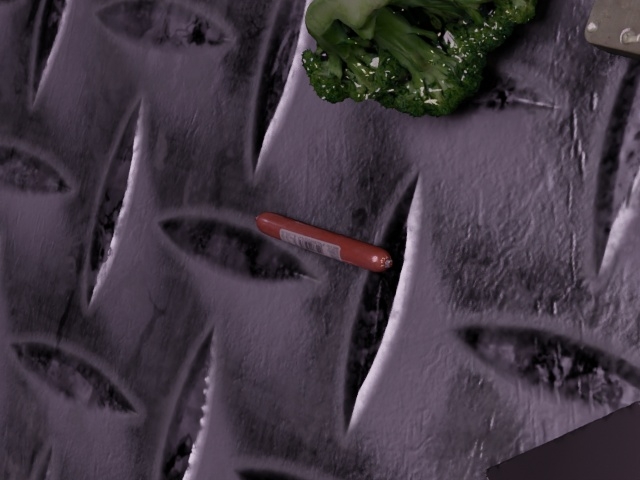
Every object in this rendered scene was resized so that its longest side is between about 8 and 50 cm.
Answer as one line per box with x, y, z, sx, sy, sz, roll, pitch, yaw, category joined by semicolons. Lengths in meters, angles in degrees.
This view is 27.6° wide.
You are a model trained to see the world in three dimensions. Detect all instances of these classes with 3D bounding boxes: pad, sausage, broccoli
0.269;0.248;1.213;0.243;0.004;0.163;-32;63;35;pad
0.000;0.000;1.485;0.223;0.029;0.029;19;95;43;sausage
0.086;-0.271;1.322;0.265;0.245;0.294;26;126;23;broccoli

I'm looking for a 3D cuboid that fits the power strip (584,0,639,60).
0.335;-0.310;1.218;0.093;0.053;0.288;24;98;43;power strip
